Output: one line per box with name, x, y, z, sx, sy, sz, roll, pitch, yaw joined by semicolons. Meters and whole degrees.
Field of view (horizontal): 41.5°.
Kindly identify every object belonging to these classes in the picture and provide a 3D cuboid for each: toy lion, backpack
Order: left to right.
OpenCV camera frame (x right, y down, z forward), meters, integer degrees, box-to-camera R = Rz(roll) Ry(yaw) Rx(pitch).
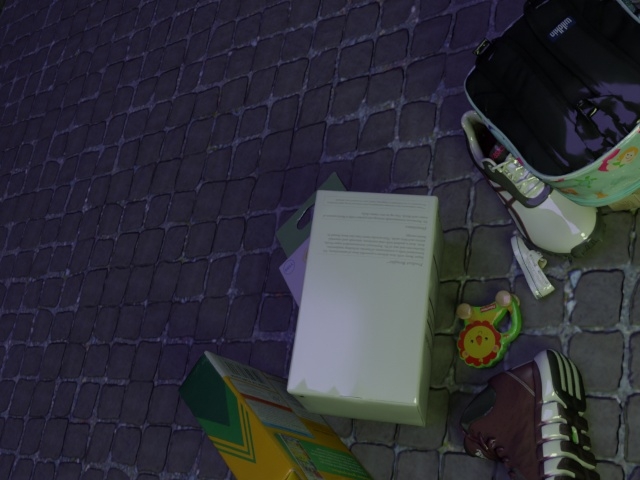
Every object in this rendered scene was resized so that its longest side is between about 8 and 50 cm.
toy lion;0.236;0.129;1.185;0.100;0.034;0.096;-23;62;32
backpack;0.322;-0.167;1.011;0.225;0.191;0.253;-46;39;20

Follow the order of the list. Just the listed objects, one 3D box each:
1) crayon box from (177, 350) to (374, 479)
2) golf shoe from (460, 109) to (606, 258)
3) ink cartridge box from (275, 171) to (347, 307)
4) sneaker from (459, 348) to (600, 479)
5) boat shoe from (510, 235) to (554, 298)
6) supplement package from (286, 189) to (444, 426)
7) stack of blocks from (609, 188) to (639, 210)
crayon box;-0.050;0.305;1.227;0.083;0.203;0.323;-55;44;6
golf shoe;0.283;-0.080;1.184;0.105;0.120;0.273;-46;47;13
ink cartridge box;0.000;0.000;1.446;0.171;0.056;0.235;-45;48;17
sneaker;0.252;0.284;1.052;0.162;0.106;0.281;-25;43;37
boat shoe;0.296;0.032;1.174;0.035;0.035;0.100;-29;54;18
supplement package;0.073;0.098;1.203;0.177;0.175;0.293;4;69;13
stack of blocks;0.493;-0.148;1.047;0.297;0.087;0.171;-9;63;40
